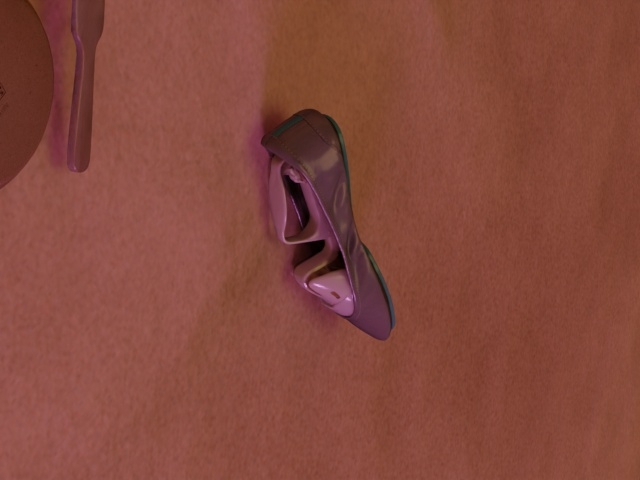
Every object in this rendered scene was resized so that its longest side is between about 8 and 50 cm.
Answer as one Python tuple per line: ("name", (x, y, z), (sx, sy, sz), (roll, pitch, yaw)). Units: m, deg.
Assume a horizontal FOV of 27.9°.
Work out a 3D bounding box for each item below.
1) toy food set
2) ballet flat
("toy food set", (-0.191, -0.087, 0.693), (0.192, 0.039, 0.132), (-14, 113, -63))
("ballet flat", (0.000, 0.000, 1.000), (0.068, 0.072, 0.213), (-30, 122, -22))
